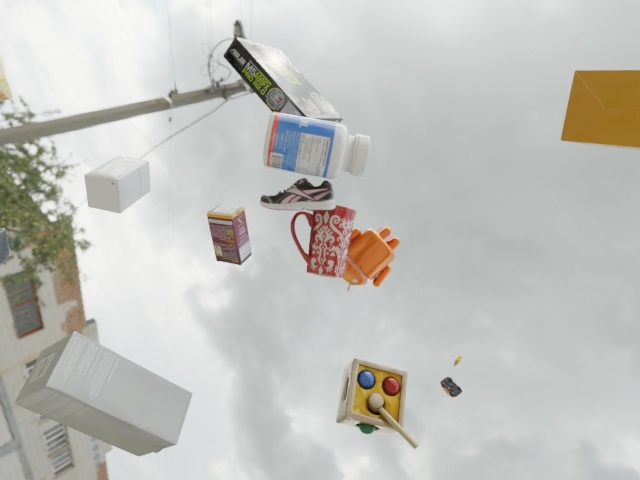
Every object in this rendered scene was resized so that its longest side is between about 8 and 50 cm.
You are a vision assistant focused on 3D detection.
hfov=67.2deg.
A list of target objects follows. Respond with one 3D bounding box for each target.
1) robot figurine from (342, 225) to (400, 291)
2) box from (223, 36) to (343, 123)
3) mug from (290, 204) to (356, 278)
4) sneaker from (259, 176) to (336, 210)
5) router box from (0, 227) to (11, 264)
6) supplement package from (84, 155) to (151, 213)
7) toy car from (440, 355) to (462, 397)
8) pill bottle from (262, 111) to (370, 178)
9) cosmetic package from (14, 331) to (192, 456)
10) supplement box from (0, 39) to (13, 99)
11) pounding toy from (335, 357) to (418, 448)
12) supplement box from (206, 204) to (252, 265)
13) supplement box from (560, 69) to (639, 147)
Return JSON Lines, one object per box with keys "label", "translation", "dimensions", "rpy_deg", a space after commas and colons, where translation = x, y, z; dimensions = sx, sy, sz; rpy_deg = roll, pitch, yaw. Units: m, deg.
{"label": "robot figurine", "translation": [0.136, 0.052, 1.441], "dimensions": [0.128, 0.219, 0.158], "rpy_deg": [50, 1, 43]}
{"label": "box", "translation": [-0.087, -0.383, 1.215], "dimensions": [0.270, 0.216, 0.060], "rpy_deg": [50, -62, 8]}
{"label": "mug", "translation": [0.004, 0.002, 1.185], "dimensions": [0.150, 0.113, 0.170], "rpy_deg": [6, -96, 14]}
{"label": "sneaker", "translation": [-0.050, -0.106, 1.110], "dimensions": [0.178, 0.072, 0.077], "rpy_deg": [1, -88, 11]}
{"label": "router box", "translation": [-0.481, 0.036, 0.580], "dimensions": [0.179, 0.133, 0.046], "rpy_deg": [-121, -150, -66]}
{"label": "supplement package", "translation": [-0.593, -0.169, 1.421], "dimensions": [0.105, 0.179, 0.105], "rpy_deg": [11, -62, 6]}
{"label": "toy car", "translation": [0.374, 0.380, 1.319], "dimensions": [0.060, 0.122, 0.041], "rpy_deg": [28, -38, 26]}
{"label": "pill bottle", "translation": [-0.009, -0.202, 1.054], "dimensions": [0.221, 0.124, 0.124], "rpy_deg": [9, -53, -4]}
{"label": "cosmetic package", "translation": [-0.349, 0.262, 0.798], "dimensions": [0.127, 0.107, 0.238], "rpy_deg": [-27, -52, 32]}
{"label": "supplement box", "translation": [-0.822, -0.375, 0.915], "dimensions": [0.195, 0.356, 0.194], "rpy_deg": [-171, -108, -66]}
{"label": "pounding toy", "translation": [0.109, 0.308, 0.901], "dimensions": [0.130, 0.141, 0.100], "rpy_deg": [16, -33, -7]}
{"label": "supplement box", "translation": [-0.309, -0.020, 1.644], "dimensions": [0.104, 0.081, 0.188], "rpy_deg": [7, -60, 23]}
{"label": "supplement box", "translation": [0.590, -0.237, 0.895], "dimensions": [0.191, 0.194, 0.129], "rpy_deg": [18, -72, 42]}
